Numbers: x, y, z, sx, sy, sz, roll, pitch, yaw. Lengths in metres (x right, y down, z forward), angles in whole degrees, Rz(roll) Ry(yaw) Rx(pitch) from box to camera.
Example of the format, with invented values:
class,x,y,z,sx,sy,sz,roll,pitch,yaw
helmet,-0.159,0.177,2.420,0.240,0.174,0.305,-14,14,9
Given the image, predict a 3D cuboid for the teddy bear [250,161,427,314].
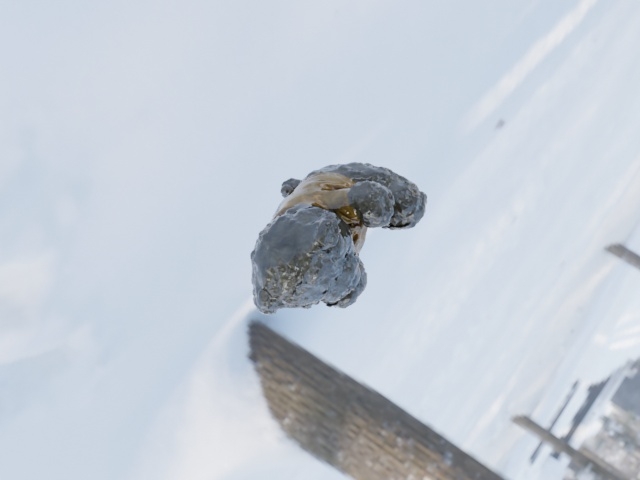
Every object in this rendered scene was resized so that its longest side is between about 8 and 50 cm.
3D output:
class,x,y,z,sx,sy,sz,roll,pitch,yaw
teddy bear,0.000,0.000,1.070,0.177,0.140,0.190,-51,179,29
